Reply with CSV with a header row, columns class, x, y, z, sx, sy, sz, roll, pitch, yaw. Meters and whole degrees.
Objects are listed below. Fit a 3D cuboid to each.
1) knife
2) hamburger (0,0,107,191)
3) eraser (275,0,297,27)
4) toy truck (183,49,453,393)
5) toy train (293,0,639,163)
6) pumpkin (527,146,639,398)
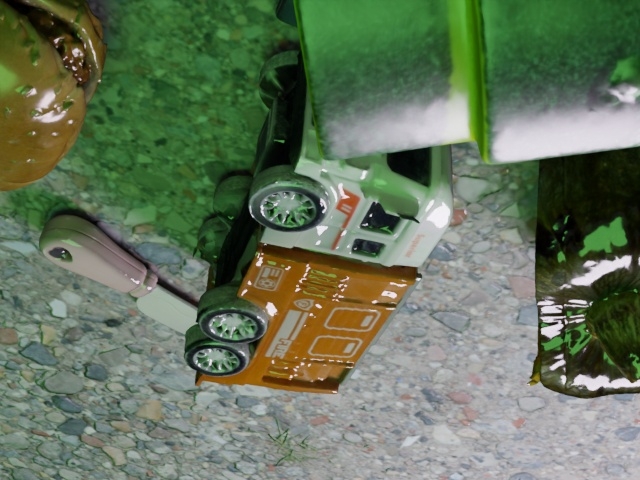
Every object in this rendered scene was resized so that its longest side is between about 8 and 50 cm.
class,x,y,z,sx,sy,sz,roll,pitch,yaw
knife,-0.192,0.075,1.242,0.081,0.043,0.336,-23,132,39
hamburger,-0.339,-0.160,0.910,0.283,0.145,0.259,27,149,-10
eraser,0.035,-0.241,0.841,0.082,0.036,0.225,19,138,-13
toy truck,0.000,0.000,1.024,0.206,0.173,0.387,13,142,-13
toy train,0.161,-0.181,0.674,0.442,0.272,0.179,-8,134,2
pumpkin,0.263,0.025,0.956,0.139,0.222,0.317,2,137,10
